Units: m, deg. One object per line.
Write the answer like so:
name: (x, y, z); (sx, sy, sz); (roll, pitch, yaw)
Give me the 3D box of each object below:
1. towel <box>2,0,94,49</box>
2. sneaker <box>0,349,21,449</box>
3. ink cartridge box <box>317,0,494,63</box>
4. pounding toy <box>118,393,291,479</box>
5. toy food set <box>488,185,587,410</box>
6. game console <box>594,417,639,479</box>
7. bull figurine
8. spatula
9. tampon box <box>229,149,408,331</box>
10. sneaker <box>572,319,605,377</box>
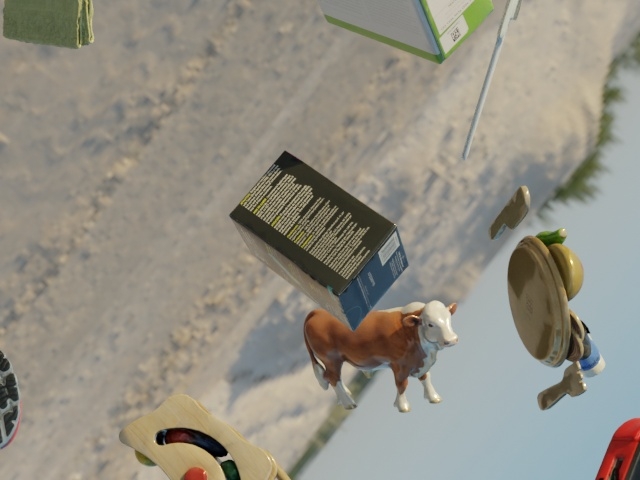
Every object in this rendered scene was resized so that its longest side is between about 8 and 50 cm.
towel: (-0.365, -0.314, 1.837); (0.027, 0.148, 0.110); (-17, 112, -61)
sneaker: (-0.479, 0.181, 1.903); (0.107, 0.279, 0.118); (-30, 148, -8)
ink cartridge box: (0.055, -0.328, 1.441); (0.097, 0.189, 0.255); (-46, 137, -18)
pounding toy: (-0.134, 0.324, 1.791); (0.154, 0.269, 0.155); (-54, 169, -7)
toy food set: (0.210, 0.054, 1.253); (0.039, 0.192, 0.132); (-10, 164, -13)
game console: (0.460, 0.458, 1.773); (0.060, 0.342, 0.386); (-19, -144, 56)
bull figurine: (0.109, 0.186, 2.285); (0.101, 0.310, 0.188); (-21, 108, -51)
spatula: (0.217, -0.225, 1.669); (0.168, 0.019, 0.242); (-62, 167, -68)
tampon box: (0.000, 0.000, 1.525); (0.101, 0.161, 0.120); (-49, 158, -12)
sneaker: (0.384, 0.145, 2.125); (0.058, 0.084, 0.152); (-33, -155, 5)
